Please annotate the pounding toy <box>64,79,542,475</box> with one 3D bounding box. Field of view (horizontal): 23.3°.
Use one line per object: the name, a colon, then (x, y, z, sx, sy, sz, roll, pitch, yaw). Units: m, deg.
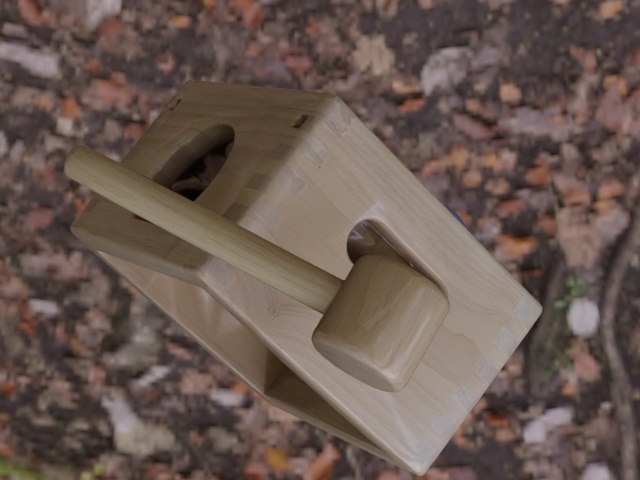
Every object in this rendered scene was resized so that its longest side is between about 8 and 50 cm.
pounding toy: (-0.003, -0.005, 0.563, 0.181, 0.094, 0.206, 44, 166, -27)
